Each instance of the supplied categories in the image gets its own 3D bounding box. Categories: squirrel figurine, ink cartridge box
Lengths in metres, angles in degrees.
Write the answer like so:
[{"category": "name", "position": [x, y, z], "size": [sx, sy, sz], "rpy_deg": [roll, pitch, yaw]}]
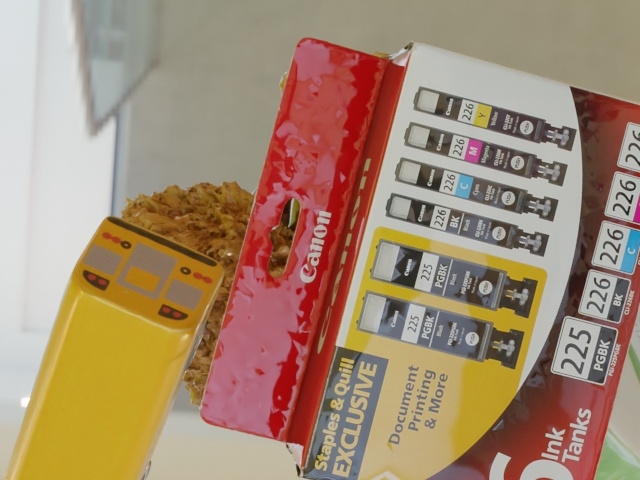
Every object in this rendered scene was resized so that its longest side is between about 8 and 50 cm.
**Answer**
[{"category": "squirrel figurine", "position": [0.000, 0.000, 1.564], "size": [0.397, 0.281, 0.370], "rpy_deg": [-32, 167, -17]}, {"category": "ink cartridge box", "position": [0.080, 0.028, 1.169], "size": [0.271, 0.310, 0.130], "rpy_deg": [14, 180, -6]}]

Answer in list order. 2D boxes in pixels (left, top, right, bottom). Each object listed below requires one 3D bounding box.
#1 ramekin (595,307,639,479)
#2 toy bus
[{"category": "ramekin", "position": [0.268, 0.128, 1.393], "size": [0.303, 0.303, 0.148], "rpy_deg": [-2, 153, -34]}, {"category": "toy bus", "position": [-0.177, 0.136, 1.335], "size": [0.108, 0.333, 0.130], "rpy_deg": [23, -143, -2]}]
